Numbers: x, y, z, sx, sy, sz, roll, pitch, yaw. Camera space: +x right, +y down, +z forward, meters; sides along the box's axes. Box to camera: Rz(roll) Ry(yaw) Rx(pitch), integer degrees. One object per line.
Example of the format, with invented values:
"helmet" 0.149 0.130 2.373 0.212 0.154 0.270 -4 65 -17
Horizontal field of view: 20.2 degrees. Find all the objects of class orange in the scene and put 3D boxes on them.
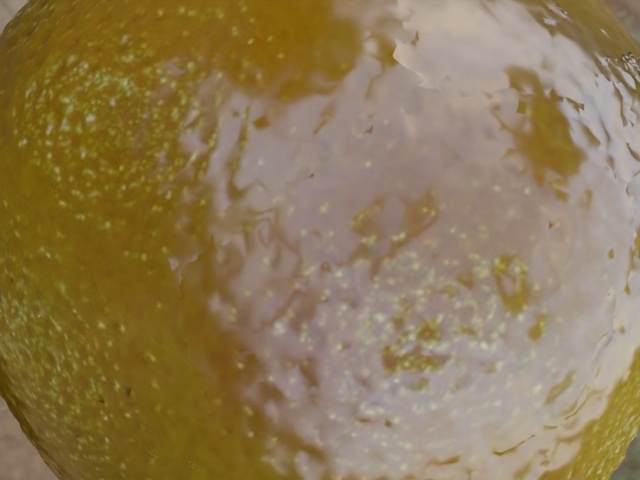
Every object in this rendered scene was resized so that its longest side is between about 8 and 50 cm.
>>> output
"orange" 0.000 0.000 0.663 0.274 0.274 0.274 9 73 -32
